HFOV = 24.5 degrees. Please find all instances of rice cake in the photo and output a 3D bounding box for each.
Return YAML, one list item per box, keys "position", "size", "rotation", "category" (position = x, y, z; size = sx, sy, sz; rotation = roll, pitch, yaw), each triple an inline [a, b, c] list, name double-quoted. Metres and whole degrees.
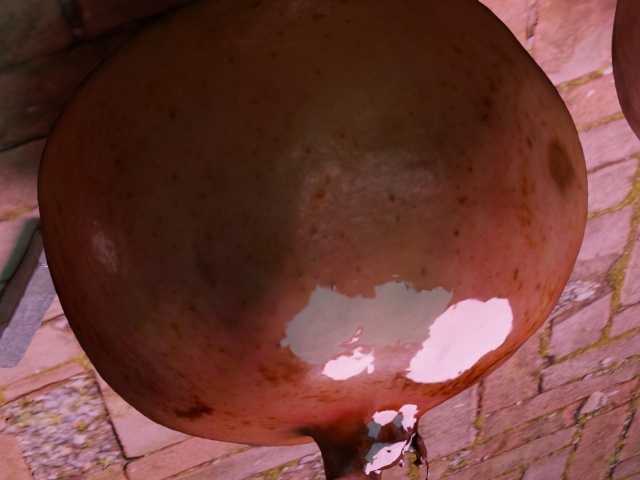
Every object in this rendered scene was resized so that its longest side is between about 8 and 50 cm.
- position: [-0.221, 0.043, 1.113]
  size: [0.033, 0.029, 0.171]
  rotation: [0, 143, -33]
  category: "rice cake"

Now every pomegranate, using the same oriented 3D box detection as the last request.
- position: [0.000, 0.000, 0.914]
  size: [0.338, 0.338, 0.338]
  rotation: [-20, 152, -11]
  category: "pomegranate"

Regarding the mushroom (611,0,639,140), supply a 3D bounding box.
- position: [0.368, -0.146, 1.043]
  size: [0.297, 0.297, 0.290]
  rotation: [-44, 169, 31]
  category: "mushroom"
